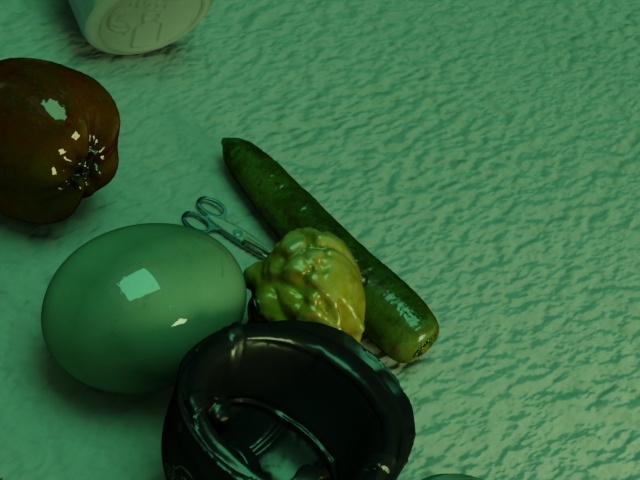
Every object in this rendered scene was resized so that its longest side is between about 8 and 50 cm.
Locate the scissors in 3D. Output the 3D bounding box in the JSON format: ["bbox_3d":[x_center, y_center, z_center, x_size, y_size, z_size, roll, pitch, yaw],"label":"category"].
[{"bbox_3d":[-0.098,-0.008,2.155,0.119,0.014,0.058,32,47,12],"label":"scissors"}]

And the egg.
[{"bbox_3d":[-0.175,0.067,1.932,0.231,0.168,0.168,-16,56,-42],"label":"egg"}]

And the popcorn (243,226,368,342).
[{"bbox_3d":[-0.015,0.068,2.018,0.152,0.167,0.148,-13,15,-12],"label":"popcorn"}]

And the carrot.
[{"bbox_3d":[0.000,0.000,2.154,0.074,0.074,0.358,-23,59,-39],"label":"carrot"}]

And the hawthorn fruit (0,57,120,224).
[{"bbox_3d":[-0.309,-0.110,2.051,0.189,0.189,0.189,13,44,-13],"label":"hawthorn fruit"}]

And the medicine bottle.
[{"bbox_3d":[-0.278,-0.420,2.331,0.242,0.242,0.395,-4,61,-28],"label":"medicine bottle"}]

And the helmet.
[{"bbox_3d":[-0.044,0.205,1.862,0.230,0.160,0.279,39,32,15],"label":"helmet"}]

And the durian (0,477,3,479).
[{"bbox_3d":[-0.378,0.217,1.760,0.215,0.086,0.100,12,58,-17],"label":"durian"}]

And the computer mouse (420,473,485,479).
[{"bbox_3d":[0.161,0.335,1.896,0.128,0.079,0.231,-18,73,-34],"label":"computer mouse"}]
